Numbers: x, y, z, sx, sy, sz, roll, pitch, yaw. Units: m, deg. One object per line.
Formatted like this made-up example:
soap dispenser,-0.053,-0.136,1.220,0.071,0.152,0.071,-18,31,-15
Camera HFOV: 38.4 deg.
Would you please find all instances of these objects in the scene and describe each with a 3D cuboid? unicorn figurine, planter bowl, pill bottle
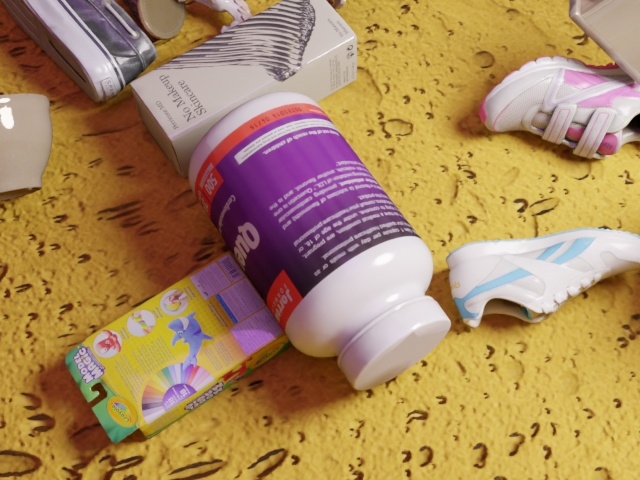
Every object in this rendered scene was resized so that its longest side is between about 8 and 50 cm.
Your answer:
unicorn figurine,-0.136,-0.335,1.259,0.111,0.060,0.161,14,62,3
planter bowl,-0.398,-0.104,1.114,0.162,0.162,0.109,-15,91,-5
pill bottle,0.000,0.000,1.021,0.182,0.181,0.323,-30,66,-12

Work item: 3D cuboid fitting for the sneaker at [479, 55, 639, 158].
sneaker,0.325,-0.159,1.134,0.252,0.103,0.111,-7,62,-1

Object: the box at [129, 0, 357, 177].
box,-0.093,-0.205,1.175,0.275,0.094,0.113,-33,67,-14

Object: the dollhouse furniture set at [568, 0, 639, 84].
dollhouse furniture set,0.461,-0.346,1.109,0.286,0.198,0.303,35,50,-25

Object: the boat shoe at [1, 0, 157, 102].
boat shoe,-0.348,-0.329,1.247,0.119,0.121,0.335,-35,78,-23

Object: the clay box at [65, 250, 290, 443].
clay box,-0.161,0.124,1.036,0.222,0.053,0.127,-32,67,-12

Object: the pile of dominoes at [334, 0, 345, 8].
pile of dominoes,0.038,-0.456,1.210,0.040,0.251,0.195,3,62,-19

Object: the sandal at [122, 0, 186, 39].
sandal,-0.241,-0.354,1.280,0.079,0.088,0.240,-19,52,28

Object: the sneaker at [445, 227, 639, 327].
sneaker,0.263,0.043,1.051,0.229,0.087,0.092,-9,70,5
